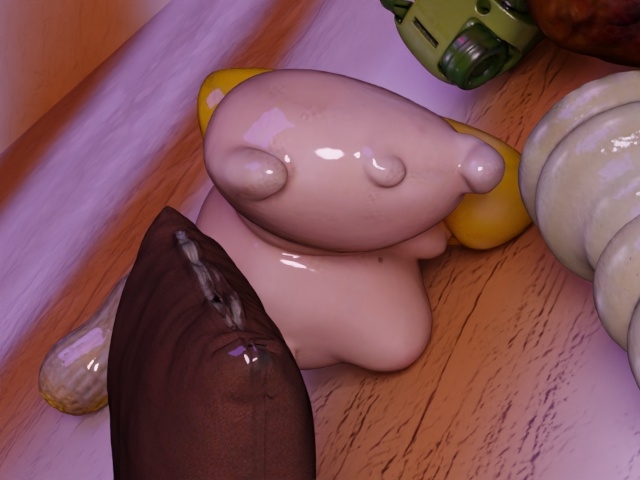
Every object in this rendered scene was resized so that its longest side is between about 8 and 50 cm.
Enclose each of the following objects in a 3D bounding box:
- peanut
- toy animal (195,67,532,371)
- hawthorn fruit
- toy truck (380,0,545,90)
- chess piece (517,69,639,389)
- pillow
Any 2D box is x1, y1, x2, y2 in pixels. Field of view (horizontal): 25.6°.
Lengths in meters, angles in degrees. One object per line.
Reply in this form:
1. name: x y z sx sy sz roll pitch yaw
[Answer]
1. peanut: -0.200 0.095 1.423 0.206 0.087 0.087 -42 23 1
2. toy animal: 0.021 0.007 1.080 0.345 0.277 0.247 -145 72 -78
3. hawthorn fruit: 0.250 -0.222 1.079 0.208 0.208 0.248 -31 18 27
4. toy truck: 0.165 -0.230 1.309 0.187 0.148 0.210 -46 -23 17
5. chess piece: 0.212 0.017 0.834 0.144 0.144 0.251 -36 30 17
6. pillow: -0.074 0.159 0.889 0.108 0.305 0.308 -4 16 -14
